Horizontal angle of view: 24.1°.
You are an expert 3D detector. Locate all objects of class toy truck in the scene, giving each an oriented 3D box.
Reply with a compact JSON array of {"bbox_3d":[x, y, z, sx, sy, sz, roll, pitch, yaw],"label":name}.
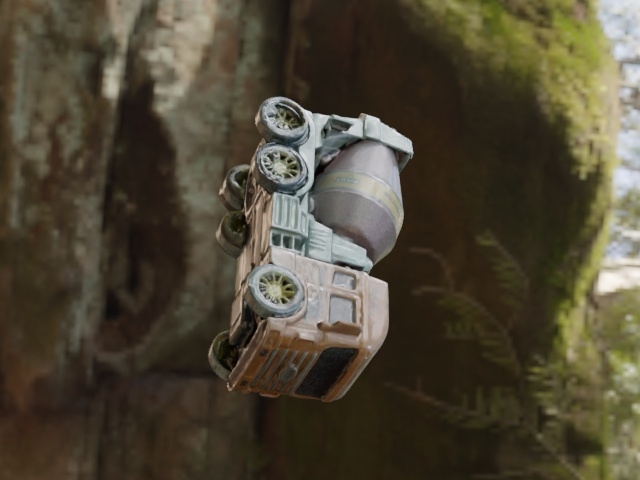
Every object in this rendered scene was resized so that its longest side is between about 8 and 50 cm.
[{"bbox_3d":[0.000,0.000,1.143,0.108,0.140,0.256,122,-24,-47],"label":"toy truck"}]
